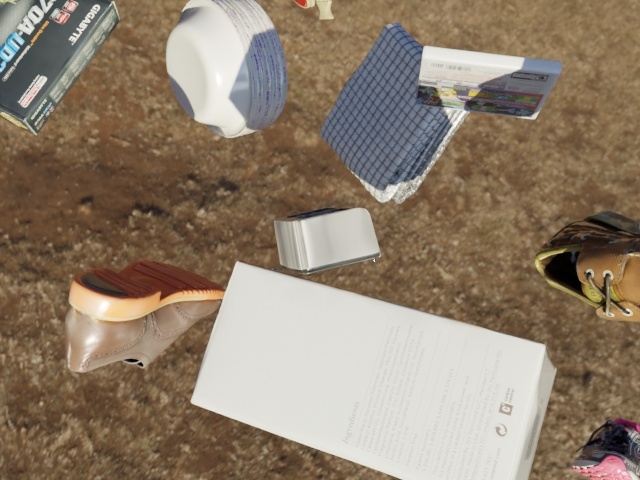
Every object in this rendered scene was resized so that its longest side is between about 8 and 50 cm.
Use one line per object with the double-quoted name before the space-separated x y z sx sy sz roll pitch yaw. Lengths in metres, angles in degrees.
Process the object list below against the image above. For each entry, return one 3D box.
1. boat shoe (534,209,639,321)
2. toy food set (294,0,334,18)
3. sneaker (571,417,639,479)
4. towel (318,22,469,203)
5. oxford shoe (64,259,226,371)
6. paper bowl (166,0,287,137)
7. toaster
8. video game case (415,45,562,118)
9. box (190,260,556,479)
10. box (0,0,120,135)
"boat shoe" 0.324 0.044 0.799 0.105 0.307 0.110 -22 98 -3
"toy food set" -0.011 -0.283 0.754 0.019 0.122 0.078 -26 36 -33
"sneaker" 0.548 0.396 1.447 0.121 0.112 0.299 17 -1 22
"towel" 0.149 -0.246 1.499 0.121 0.283 0.235 1 43 -44
"oxford shoe" -0.262 0.111 1.160 0.130 0.132 0.364 22 9 21
"paper bowl" -0.204 -0.347 1.546 0.148 0.284 0.284 -21 69 -32
"toaster" 0.000 0.000 1.481 0.186 0.168 0.110 -13 96 -17
"video game case" 0.253 -0.243 1.199 0.201 0.183 0.023 8 78 5
"box" 0.069 0.162 0.869 0.346 0.215 0.168 14 81 22
"box" -0.420 -0.282 1.092 0.175 0.051 0.220 29 74 7
